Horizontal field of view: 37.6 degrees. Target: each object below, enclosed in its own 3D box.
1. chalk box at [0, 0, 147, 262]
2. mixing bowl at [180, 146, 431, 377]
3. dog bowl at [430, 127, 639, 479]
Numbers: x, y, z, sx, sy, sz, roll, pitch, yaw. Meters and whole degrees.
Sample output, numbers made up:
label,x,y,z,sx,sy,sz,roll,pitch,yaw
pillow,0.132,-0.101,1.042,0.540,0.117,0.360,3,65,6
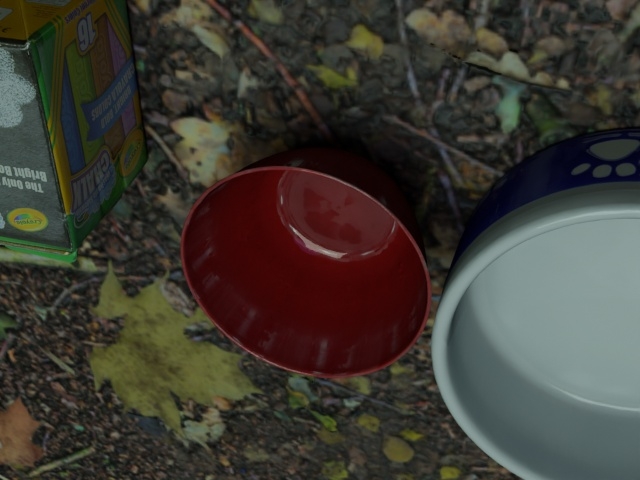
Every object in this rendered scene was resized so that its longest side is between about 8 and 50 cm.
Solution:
label,x,y,z,sx,sy,sz,roll,pitch,yaw
chalk box,-0.215,-0.081,0.684,0.132,0.132,0.213,10,129,12
mixing bowl,0.000,0.000,0.683,0.181,0.098,0.181,10,128,13
dog bowl,0.214,0.060,0.644,0.265,0.104,0.264,10,128,13
